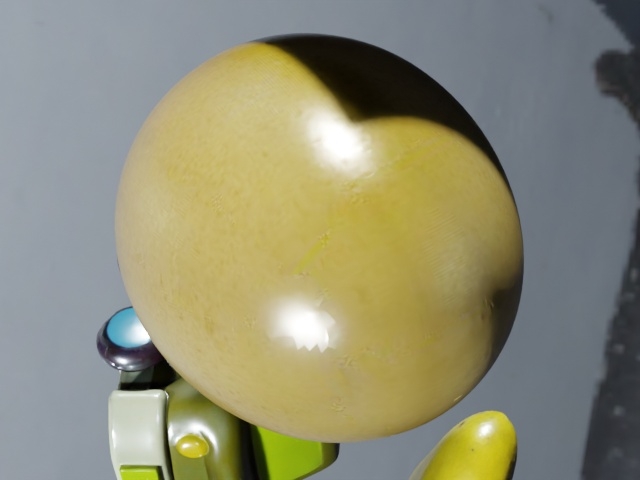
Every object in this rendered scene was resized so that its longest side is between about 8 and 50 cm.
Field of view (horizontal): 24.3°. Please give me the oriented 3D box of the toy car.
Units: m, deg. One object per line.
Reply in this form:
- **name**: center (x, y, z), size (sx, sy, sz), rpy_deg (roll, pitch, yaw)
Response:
- **toy car**: center (-0.062, 0.105, 1.201), size (0.248, 0.198, 0.204), rpy_deg (-86, 173, -46)

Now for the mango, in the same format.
- **mango**: center (0.101, 0.195, 1.103), size (0.103, 0.076, 0.161), rpy_deg (-72, -178, -60)

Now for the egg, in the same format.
- **egg**: center (0.000, 0.000, 0.949), size (0.250, 0.322, 0.250), rpy_deg (-9, 116, -19)
